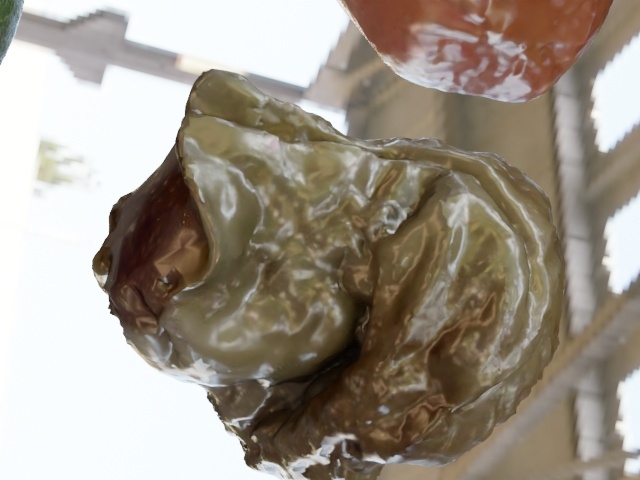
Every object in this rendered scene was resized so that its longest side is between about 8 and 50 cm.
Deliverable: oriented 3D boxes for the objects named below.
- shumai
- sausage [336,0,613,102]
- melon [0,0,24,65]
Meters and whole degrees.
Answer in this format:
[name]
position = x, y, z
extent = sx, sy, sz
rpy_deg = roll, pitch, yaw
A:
[shumai]
position = 0.003, -0.002, 0.786
extent = 0.184, 0.185, 0.218
rpy_deg = -35, -170, 15
[sausage]
position = 0.022, -0.067, 0.342
extent = 0.094, 0.059, 0.054
rpy_deg = -119, -144, -42
[melon]
position = -0.223, -0.149, 0.819
extent = 0.182, 0.182, 0.287
rpy_deg = 125, -32, -50
